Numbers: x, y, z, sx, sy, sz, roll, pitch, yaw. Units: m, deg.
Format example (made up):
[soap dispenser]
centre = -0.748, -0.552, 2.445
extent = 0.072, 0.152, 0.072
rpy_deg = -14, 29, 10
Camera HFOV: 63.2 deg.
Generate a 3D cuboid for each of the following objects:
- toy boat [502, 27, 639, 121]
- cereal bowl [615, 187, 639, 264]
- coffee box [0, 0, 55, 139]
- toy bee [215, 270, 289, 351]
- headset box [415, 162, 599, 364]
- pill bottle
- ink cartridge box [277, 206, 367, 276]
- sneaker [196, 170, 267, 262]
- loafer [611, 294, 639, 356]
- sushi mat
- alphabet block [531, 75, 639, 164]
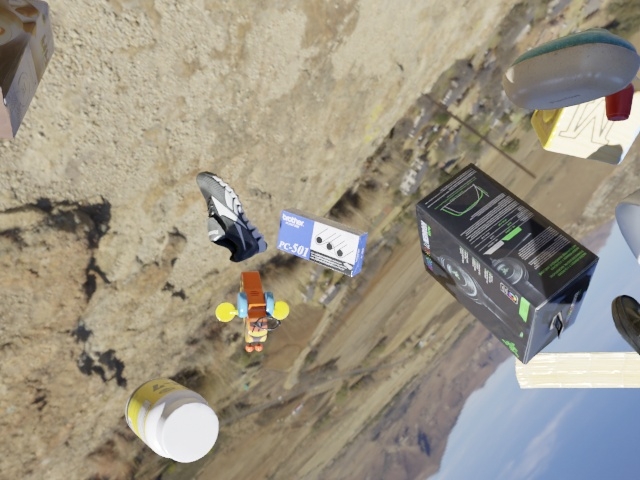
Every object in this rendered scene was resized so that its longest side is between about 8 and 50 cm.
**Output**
[toy boat]
centre = 0.537, -0.344, 1.063
extent = 0.318, 0.267, 0.148
rpy_deg = 5, 88, -30
[cereal bowl]
centre = 0.550, 0.043, 0.662
extent = 0.141, 0.339, 0.339
rpy_deg = -37, 161, 13
[coffee box]
centre = -0.522, -0.283, 0.807
extent = 0.141, 0.246, 0.098
rpy_deg = 6, 140, -15
[toy bee]
centre = -0.195, 0.218, 1.446
extent = 0.298, 0.195, 0.162
rpy_deg = -75, 175, -66
[headset box]
centre = 0.314, 0.050, 0.898
extent = 0.131, 0.283, 0.246
rpy_deg = -37, 147, -8
[pill bottle]
centre = -0.272, 0.325, 0.951
extent = 0.119, 0.119, 0.209
rpy_deg = -34, -164, -31
[ink cartridge box]
centre = 0.000, 0.000, 1.184
extent = 0.046, 0.207, 0.097
rpy_deg = -22, 126, -55
[sneaker]
centre = -0.223, -0.048, 1.184
extent = 0.106, 0.234, 0.078
rpy_deg = -40, -170, -37
[loafer]
centre = 0.621, 0.183, 0.970
extent = 0.076, 0.223, 0.078
rpy_deg = 6, 132, -8
[sushi mat]
centre = 0.608, 0.292, 1.171
extent = 0.151, 0.317, 0.019
rpy_deg = 64, 28, -44
[alphabet block]
centre = 0.684, -0.332, 1.328
extent = 0.192, 0.197, 0.193
rpy_deg = -79, -179, -55
